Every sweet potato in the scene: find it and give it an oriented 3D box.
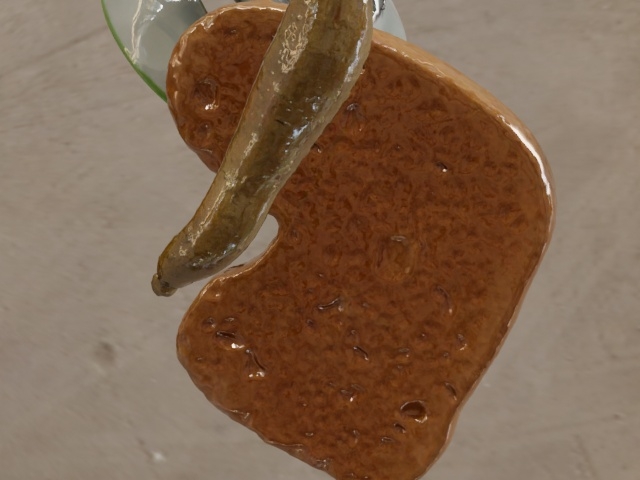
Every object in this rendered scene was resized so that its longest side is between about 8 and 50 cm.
[{"bbox_3d":[-0.011,-0.029,0.427,0.026,0.026,0.115,23,107,-18],"label":"sweet potato"}]

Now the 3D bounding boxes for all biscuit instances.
[{"bbox_3d":[0.000,0.000,0.753,0.186,0.036,0.192,26,105,1],"label":"biscuit"}]

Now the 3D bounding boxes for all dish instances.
[{"bbox_3d":[-0.039,-0.232,1.616,0.324,0.124,0.324,21,41,-19],"label":"dish"}]
